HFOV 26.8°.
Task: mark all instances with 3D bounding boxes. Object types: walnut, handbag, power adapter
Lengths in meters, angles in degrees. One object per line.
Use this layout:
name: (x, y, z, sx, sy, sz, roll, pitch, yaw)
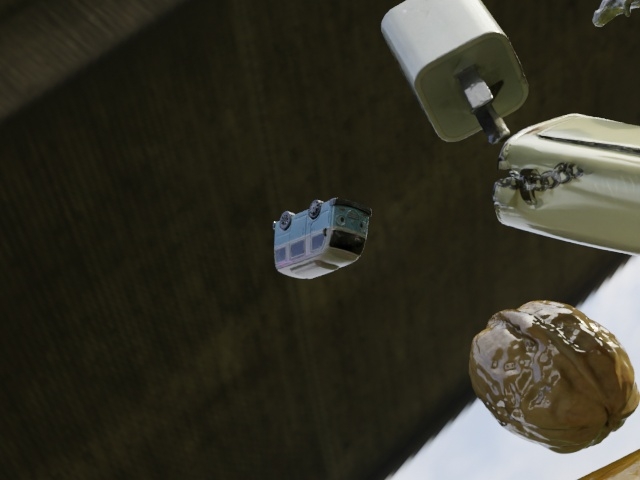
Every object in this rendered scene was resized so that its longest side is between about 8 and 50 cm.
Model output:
walnut: (0.310, 0.182, 1.820, 0.198, 0.245, 0.198, -24, -46, -27)
handbag: (0.426, -0.052, 1.694, 0.236, 0.358, 0.160, -13, -68, -58)
power adapter: (0.169, -0.195, 1.582, 0.125, 0.205, 0.130, -28, -48, 5)

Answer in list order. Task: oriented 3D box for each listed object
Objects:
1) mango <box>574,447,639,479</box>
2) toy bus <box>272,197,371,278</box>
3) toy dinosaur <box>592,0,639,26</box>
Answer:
mango: (0.373, 0.302, 1.318, 0.445, 0.220, 0.301, -26, -31, 6)
toy bus: (0.000, 0.000, 1.538, 0.060, 0.123, 0.075, 17, -112, -34)
toy dinosaur: (0.454, -0.337, 1.615, 0.294, 0.162, 0.077, -23, -64, 20)
